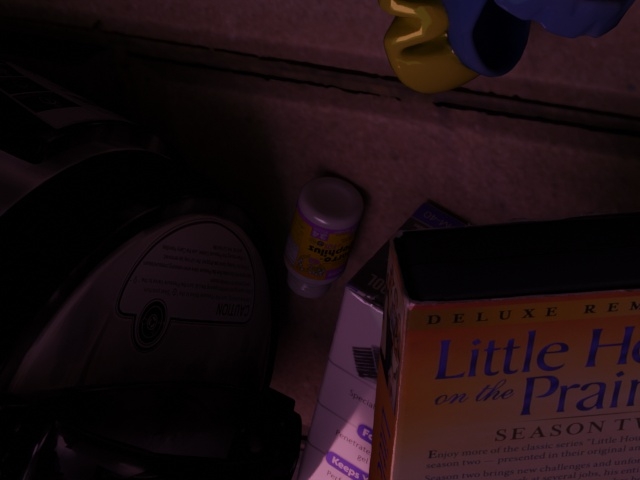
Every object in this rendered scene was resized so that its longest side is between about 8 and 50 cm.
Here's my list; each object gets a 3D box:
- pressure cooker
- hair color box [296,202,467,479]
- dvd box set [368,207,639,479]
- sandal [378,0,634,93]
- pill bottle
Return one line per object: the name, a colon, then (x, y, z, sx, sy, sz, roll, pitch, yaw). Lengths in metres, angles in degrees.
pressure cooker: (-0.222, 0.087, 1.295, 0.420, 0.370, 0.375, 23, 139, 27)
hair color box: (0.088, 0.159, 1.300, 0.185, 0.110, 0.339, 30, 138, 15)
dvd box set: (0.176, 0.156, 1.127, 0.307, 0.062, 0.420, -5, 133, -8)
sandal: (0.084, -0.215, 0.989, 0.138, 0.126, 0.317, 7, 136, 31)
pill bottle: (0.000, 0.000, 1.287, 0.043, 0.043, 0.083, 31, 139, 14)
